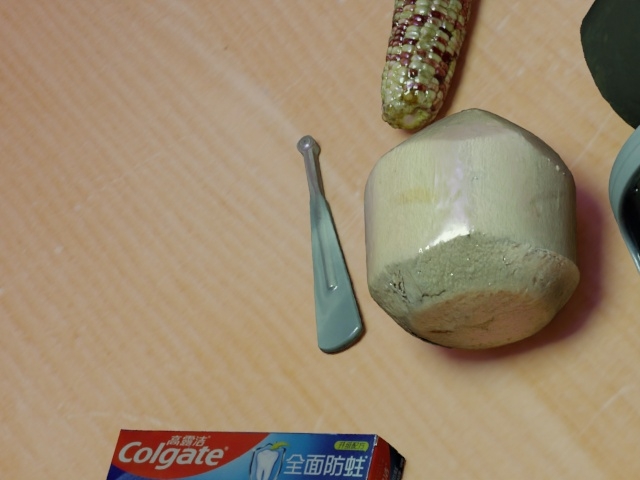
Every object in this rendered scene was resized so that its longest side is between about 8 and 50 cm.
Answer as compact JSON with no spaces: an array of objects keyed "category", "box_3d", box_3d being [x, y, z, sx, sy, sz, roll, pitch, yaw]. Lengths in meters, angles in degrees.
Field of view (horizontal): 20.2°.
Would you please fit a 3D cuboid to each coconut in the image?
[{"category":"coconut","box_3d":[0.147,-0.019,1.752,0.224,0.224,0.234,-22,54,21]}]

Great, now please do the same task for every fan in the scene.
[{"category":"fan","box_3d":[0.000,0.000,1.955,0.057,0.023,0.282,-32,49,24]}]

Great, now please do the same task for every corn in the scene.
[{"category":"corn","box_3d":[0.119,-0.237,1.984,0.086,0.086,0.253,-3,61,32]}]

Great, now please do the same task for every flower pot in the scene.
[{"category":"flower pot","box_3d":[0.358,-0.200,1.726,0.166,0.269,0.269,-38,44,39]}]

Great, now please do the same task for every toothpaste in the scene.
[{"category":"toothpaste","box_3d":[-0.071,0.239,1.823,0.320,0.066,0.076,-3,61,31]}]

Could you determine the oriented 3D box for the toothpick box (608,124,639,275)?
[{"category":"toothpick box","box_3d":[0.412,0.056,1.520,0.263,0.263,0.354,-26,52,18]}]
